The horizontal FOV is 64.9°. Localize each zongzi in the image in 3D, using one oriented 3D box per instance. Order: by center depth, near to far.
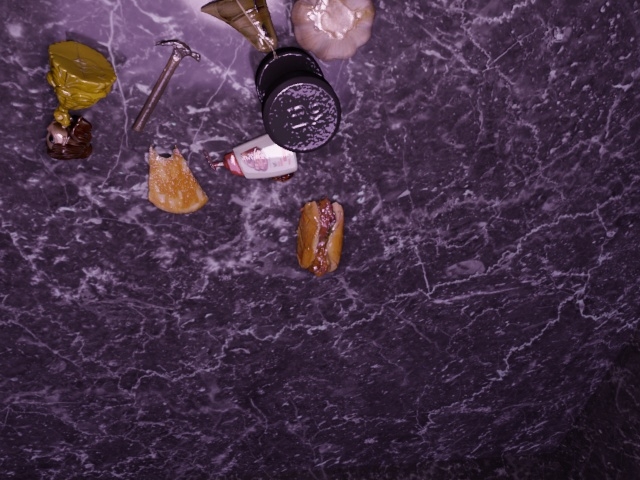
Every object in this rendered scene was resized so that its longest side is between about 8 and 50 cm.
[{"bbox_3d":[-0.214,-0.564,1.365,0.178,0.081,0.188,-15,106,7],"label":"zongzi"}]

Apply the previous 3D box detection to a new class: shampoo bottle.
[{"bbox_3d":[-0.217,-0.264,1.583,0.285,0.071,0.153,-11,108,-2],"label":"shampoo bottle"}]

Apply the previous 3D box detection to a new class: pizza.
[{"bbox_3d":[-0.478,-0.192,1.604,0.181,0.034,0.261,-16,126,-1],"label":"pizza"}]

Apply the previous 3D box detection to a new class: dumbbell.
[{"bbox_3d":[-0.069,-0.392,1.379,0.204,0.322,0.203,-5,124,-8],"label":"dumbbell"}]

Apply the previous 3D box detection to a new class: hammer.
[{"bbox_3d":[-0.464,-0.438,1.448,0.125,0.027,0.297,26,116,-26],"label":"hammer"}]

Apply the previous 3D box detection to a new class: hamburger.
[{"bbox_3d":[0.000,0.000,1.759,0.156,0.245,0.282,-4,168,-15],"label":"hamburger"}]

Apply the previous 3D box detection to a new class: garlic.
[{"bbox_3d":[0.032,-0.598,1.364,0.228,0.152,0.227,-4,124,-6],"label":"garlic"}]

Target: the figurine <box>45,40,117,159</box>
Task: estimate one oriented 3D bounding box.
[{"bbox_3d":[-0.690,-0.355,1.382,0.187,0.168,0.315,44,123,13],"label":"figurine"}]

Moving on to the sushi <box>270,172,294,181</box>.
[{"bbox_3d":[-0.118,-0.220,1.653,0.099,0.047,0.050,-30,127,11],"label":"sushi"}]
